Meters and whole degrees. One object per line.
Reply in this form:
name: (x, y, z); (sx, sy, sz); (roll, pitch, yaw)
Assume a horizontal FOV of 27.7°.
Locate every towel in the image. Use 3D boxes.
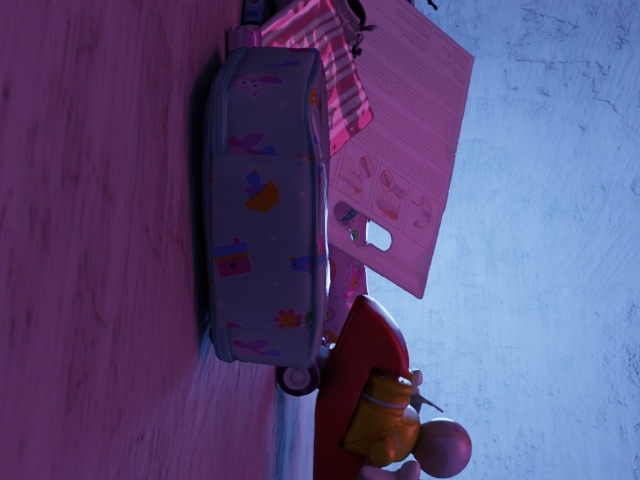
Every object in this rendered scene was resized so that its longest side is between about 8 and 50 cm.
towel: (-0.009, -0.168, 1.406); (0.144, 0.029, 0.197); (-49, 137, -28)

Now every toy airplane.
toy airplane: (0.079, 0.319, 1.855); (0.384, 0.272, 0.386); (85, 7, -59)

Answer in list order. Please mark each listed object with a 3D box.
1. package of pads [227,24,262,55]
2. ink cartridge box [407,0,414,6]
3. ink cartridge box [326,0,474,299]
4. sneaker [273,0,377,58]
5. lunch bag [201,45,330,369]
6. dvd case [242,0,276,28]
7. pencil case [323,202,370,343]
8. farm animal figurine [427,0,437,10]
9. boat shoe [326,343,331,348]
package of pads: (-0.074, -0.170, 1.278); (0.050, 0.032, 0.083); (-63, 153, -74)
ink cartridge box: (0.087, -0.487, 2.378); (0.069, 0.176, 0.371); (-79, 170, -70)
ink cartridge box: (0.058, -0.150, 1.745); (0.308, 0.091, 0.385); (31, 64, -41)
sneaker: (0.007, -0.223, 1.479); (0.105, 0.115, 0.281); (-84, 174, -54)
lunch bag: (-0.046, -0.031, 1.190); (0.224, 0.108, 0.279); (-86, 177, -68)
dvd case: (-0.061, -0.291, 1.486); (0.180, 0.022, 0.253); (85, 7, -62)
pencil case: (0.029, 0.026, 2.140); (0.124, 0.124, 0.284); (-79, 170, -67)
farm animal figurine: (0.073, -0.545, 2.116); (0.330, 0.172, 0.326); (-140, -145, -62)
boat shoe: (0.002, 0.174, 2.312); (0.049, 0.043, 0.137); (-87, 177, -48)
